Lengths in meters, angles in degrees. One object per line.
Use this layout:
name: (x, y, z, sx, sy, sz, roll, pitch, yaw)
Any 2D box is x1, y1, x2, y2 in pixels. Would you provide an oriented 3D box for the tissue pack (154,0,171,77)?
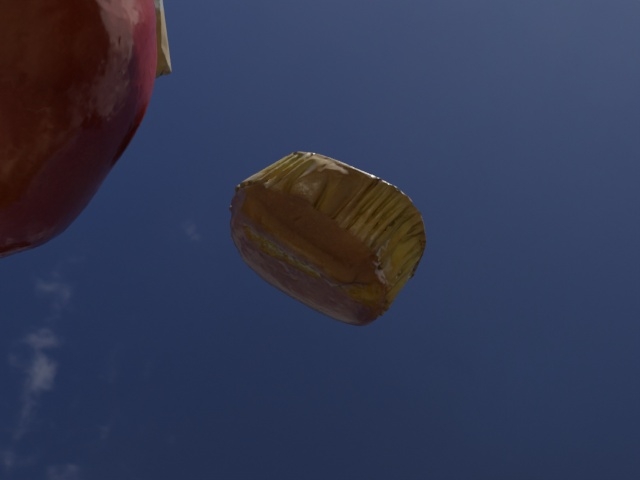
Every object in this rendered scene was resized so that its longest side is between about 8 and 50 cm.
tissue pack: (-0.213, -0.219, 0.711, 0.186, 0.222, 0.090, -23, -151, -39)

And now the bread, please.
bread: (0.000, 0.000, 1.346, 0.288, 0.204, 0.156, 30, -132, 19)

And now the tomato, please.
tomato: (-0.215, -0.105, 0.536, 0.259, 0.260, 0.180, -24, -145, 2)
